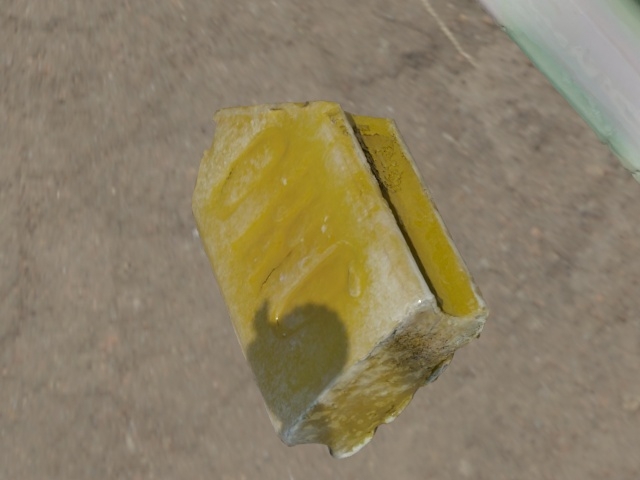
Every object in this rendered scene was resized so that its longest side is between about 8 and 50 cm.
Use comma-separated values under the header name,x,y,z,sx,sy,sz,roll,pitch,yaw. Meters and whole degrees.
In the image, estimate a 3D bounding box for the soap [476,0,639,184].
name,x,y,z,sx,sy,sz,roll,pitch,yaw
soap,0.195,-0.168,1.024,0.347,0.208,0.115,47,132,-8

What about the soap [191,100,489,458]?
name,x,y,z,sx,sy,sz,roll,pitch,yaw
soap,0.000,0.000,1.202,0.080,0.257,0.160,17,127,-41
